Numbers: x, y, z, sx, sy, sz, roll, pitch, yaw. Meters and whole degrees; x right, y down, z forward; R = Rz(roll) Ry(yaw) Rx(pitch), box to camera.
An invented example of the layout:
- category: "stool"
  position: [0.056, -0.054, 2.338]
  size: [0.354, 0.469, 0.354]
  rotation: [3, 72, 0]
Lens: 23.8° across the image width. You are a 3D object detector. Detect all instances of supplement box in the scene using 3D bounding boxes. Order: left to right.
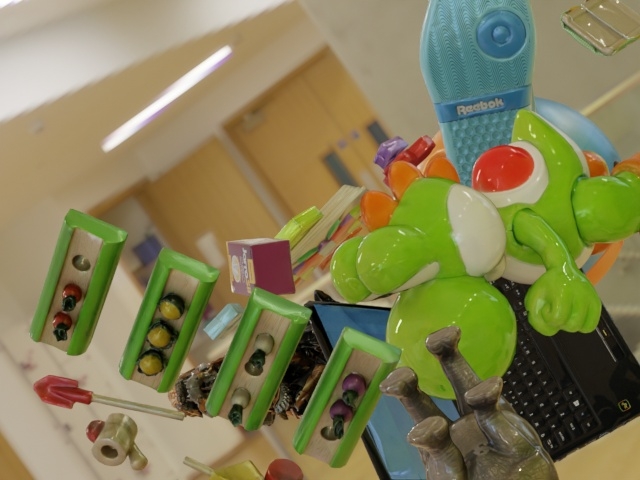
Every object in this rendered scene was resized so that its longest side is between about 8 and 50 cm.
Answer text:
- category: "supplement box"
  position: [-0.060, 0.027, 1.508]
  size: [0.043, 0.055, 0.083]
  rotation: [-8, 4, -21]

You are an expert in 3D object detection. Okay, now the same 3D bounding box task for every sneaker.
- category: "sneaker"
  position: [0.181, -0.178, 1.673]
  size: [0.127, 0.319, 0.208]
  rotation: [-2, 21, 8]

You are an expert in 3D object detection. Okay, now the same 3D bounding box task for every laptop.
- category: "laptop"
  position: [0.157, 0.110, 1.506]
  size: [0.264, 0.234, 0.136]
  rotation: [-30, -37, 7]

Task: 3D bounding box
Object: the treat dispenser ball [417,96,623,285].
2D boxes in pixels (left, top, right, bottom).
- category: "treat dispenser ball"
  position: [0.261, -0.047, 1.992]
  size: [0.288, 0.288, 0.288]
  rotation: [-36, 2, 1]

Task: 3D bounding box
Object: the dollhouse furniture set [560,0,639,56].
- category: "dollhouse furniture set"
  position: [0.278, -0.152, 1.343]
  size: [0.076, 0.151, 0.058]
  rotation: [-35, -24, -38]

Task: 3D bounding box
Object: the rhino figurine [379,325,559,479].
- category: "rhino figurine"
  position: [0.098, 0.136, 0.863]
  size: [0.073, 0.106, 0.243]
  rotation: [-29, 16, 2]

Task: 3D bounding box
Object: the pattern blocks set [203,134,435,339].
- category: "pattern blocks set"
  position: [0.000, 0.000, 1.826]
  size: [0.325, 0.026, 0.285]
  rotation: [-48, -12, 17]

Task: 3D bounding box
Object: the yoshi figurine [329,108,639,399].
- category: "yoshi figurine"
  position: [0.167, 0.031, 1.323]
  size: [0.362, 0.203, 0.203]
  rotation: [-16, -39, -38]

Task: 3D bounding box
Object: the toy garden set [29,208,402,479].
- category: "toy garden set"
  position: [-0.094, 0.113, 1.062]
  size: [0.049, 0.244, 0.204]
  rotation: [-69, 2, -55]

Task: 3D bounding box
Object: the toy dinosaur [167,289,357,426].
- category: "toy dinosaur"
  position: [-0.021, 0.158, 1.864]
  size: [0.322, 0.164, 0.218]
  rotation: [-27, 0, -35]
